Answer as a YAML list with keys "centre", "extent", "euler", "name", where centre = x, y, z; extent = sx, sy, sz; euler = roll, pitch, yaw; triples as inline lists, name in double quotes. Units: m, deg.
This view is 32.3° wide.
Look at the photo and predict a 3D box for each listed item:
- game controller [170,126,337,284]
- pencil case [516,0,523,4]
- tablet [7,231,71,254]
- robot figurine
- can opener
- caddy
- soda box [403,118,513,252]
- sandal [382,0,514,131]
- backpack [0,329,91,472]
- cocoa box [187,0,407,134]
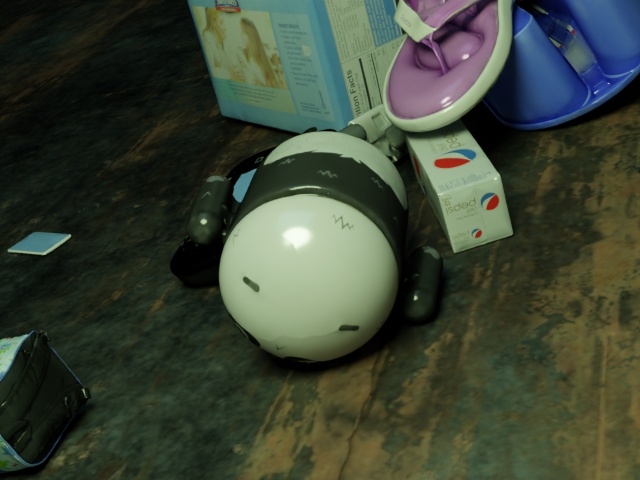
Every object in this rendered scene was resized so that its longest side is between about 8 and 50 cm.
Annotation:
- centre: [-0.072, -0.048, 1.350]
  extent: [0.166, 0.067, 0.319]
  euler: [-9, 25, 18]
  name: "game controller"
- centre: [0.348, -0.456, 1.790]
  extent: [0.160, 0.167, 0.386]
  euler: [3, 24, -6]
  name: "pencil case"
- centre: [-0.389, 0.004, 1.531]
  extent: [0.083, 0.006, 0.054]
  euler: [4, 32, 38]
  name: "tablet"
- centre: [-0.003, 0.001, 1.078]
  extent: [0.209, 0.174, 0.278]
  euler: [-16, 24, 15]
  name: "robot figurine"
- centre: [0.051, -0.113, 1.325]
  extent: [0.093, 0.074, 0.280]
  euler: [-36, 0, 38]
  name: "can opener"
- centre: [0.295, -0.276, 1.446]
  extent: [0.241, 0.179, 0.341]
  euler: [-37, 29, 9]
  name: "caddy"
- centre: [0.149, -0.069, 1.232]
  extent: [0.069, 0.074, 0.216]
  euler: [-17, 25, 2]
  name: "soda box"
- centre: [0.153, -0.290, 1.344]
  extent: [0.169, 0.102, 0.416]
  euler: [-17, 38, 37]
  name: "sandal"
- centre: [-0.287, 0.156, 1.030]
  extent: [0.084, 0.105, 0.114]
  euler: [-15, 31, 24]
  name: "backpack"
- centre: [-0.003, -0.306, 1.634]
  extent: [0.228, 0.231, 0.347]
  euler: [-30, 28, -27]
  name: "cocoa box"
